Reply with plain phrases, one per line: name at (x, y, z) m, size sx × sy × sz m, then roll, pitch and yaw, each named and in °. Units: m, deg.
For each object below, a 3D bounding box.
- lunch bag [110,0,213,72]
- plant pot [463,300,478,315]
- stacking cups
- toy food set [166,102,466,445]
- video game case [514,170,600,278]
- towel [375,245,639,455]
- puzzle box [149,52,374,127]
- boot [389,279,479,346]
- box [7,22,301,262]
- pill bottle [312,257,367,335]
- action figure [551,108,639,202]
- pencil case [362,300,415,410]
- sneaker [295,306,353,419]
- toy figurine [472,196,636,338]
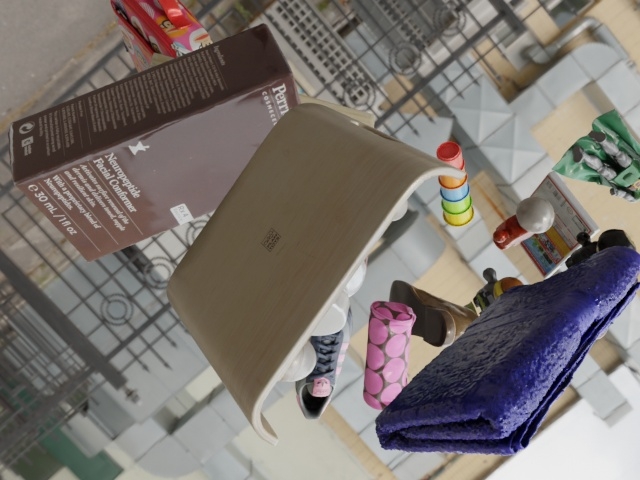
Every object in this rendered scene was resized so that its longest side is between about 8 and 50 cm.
lunch bag at (-0.309, -0.400, 1.205) m, size 0.120 × 0.293 × 0.258 m, roll -32°, pitch 154°, yaw -20°
plant pot at (0.349, 0.202, 1.475) m, size 0.079 × 0.083 × 0.083 m, roll -16°, pitch -172°, yaw 4°
stacking cups at (0.366, -0.155, 1.659) m, size 0.096 × 0.096 × 0.316 m, roll -41°, pitch 145°, yaw -5°
toy food set at (-0.020, 0.016, 0.603) m, size 0.306 × 0.092 × 0.220 m, roll -55°, pitch -137°, yaw 4°
video game case at (0.651, -0.037, 1.688) m, size 0.025 × 0.204 × 0.285 m, roll -21°, pitch 156°, yaw -19°
towel at (0.220, 0.134, 0.682) m, size 0.308 × 0.076 × 0.228 m, roll -33°, pitch 176°, yaw -32°
puzzle box at (-0.132, -0.209, 1.150) m, size 0.272 × 0.409 × 0.052 m, roll 136°, pitch -36°, yaw -63°
boot at (0.258, 0.170, 1.386) m, size 0.115 × 0.112 × 0.305 m, roll 0°, pitch -167°, yaw -21°
box at (-0.210, -0.133, 0.849) m, size 0.381 × 0.143 × 0.191 m, roll -24°, pitch 143°, yaw -3°
pill bottle at (0.000, 0.000, 1.061) m, size 0.176 × 0.176 × 0.318 m, roll -35°, pitch -146°, yaw 44°
action figure at (0.538, -0.120, 1.046) m, size 0.137 × 0.232 × 0.063 m, roll -47°, pitch -147°, yaw 33°
pencil case at (0.138, 0.224, 1.168) m, size 0.098 × 0.209 × 0.095 m, roll 3°, pitch -161°, yaw 2°
sneaker at (0.011, 0.266, 1.306) m, size 0.131 × 0.112 × 0.319 m, roll -94°, pitch -169°, yaw -52°
toy figurine at (0.368, 0.056, 0.944) m, size 0.148 × 0.213 × 0.209 m, roll 108°, pitch 8°, yaw -70°
